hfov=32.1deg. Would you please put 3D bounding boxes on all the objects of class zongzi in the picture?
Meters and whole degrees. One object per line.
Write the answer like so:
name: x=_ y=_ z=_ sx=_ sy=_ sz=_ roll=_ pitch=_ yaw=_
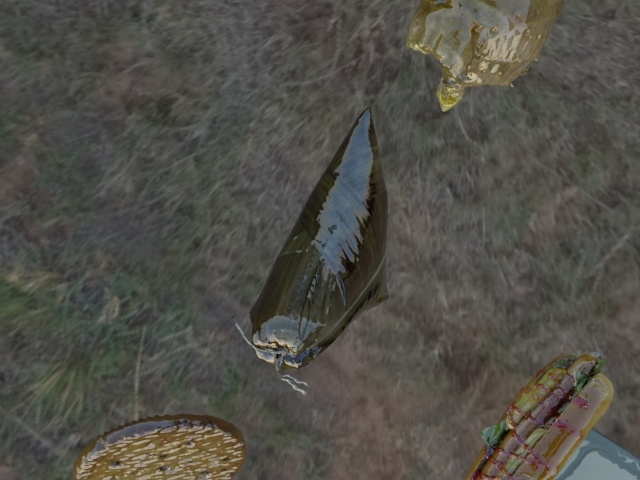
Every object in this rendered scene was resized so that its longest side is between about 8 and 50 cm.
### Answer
zongzi: x=0.000 y=0.000 z=0.902 sx=0.084 sy=0.187 sz=0.184 roll=13 pitch=115 yaw=20

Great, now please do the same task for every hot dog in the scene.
hot dog: x=0.260 y=0.233 z=1.352 sx=0.076 sy=0.104 sz=0.250 roll=32 pitch=98 yaw=-43

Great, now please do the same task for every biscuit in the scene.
biscuit: x=-0.171 y=0.237 z=1.194 sx=0.188 sy=0.027 sz=0.188 roll=-11 pitch=142 yaw=-8

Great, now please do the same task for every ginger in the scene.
ginger: x=0.150 y=-0.210 z=0.968 sx=0.102 sy=0.157 sz=0.216 roll=35 pitch=115 yaw=37

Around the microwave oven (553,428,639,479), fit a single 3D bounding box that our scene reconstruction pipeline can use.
microwave oven: x=0.381 y=0.499 z=1.641 sx=0.355 sy=0.286 sz=0.218 roll=-44 pitch=138 yaw=-17
